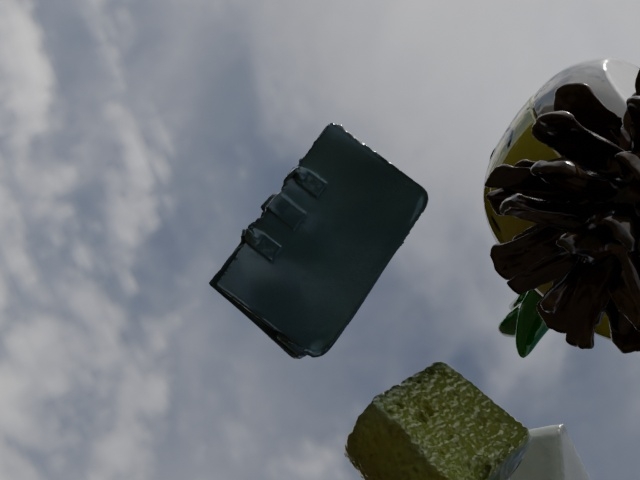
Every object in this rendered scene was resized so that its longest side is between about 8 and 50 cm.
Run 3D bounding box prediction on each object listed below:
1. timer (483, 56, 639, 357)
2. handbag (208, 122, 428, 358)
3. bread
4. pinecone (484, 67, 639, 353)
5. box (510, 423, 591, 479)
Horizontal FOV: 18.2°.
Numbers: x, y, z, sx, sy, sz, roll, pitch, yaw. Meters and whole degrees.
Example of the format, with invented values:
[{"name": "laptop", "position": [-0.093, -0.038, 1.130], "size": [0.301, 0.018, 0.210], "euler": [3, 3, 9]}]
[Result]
[{"name": "timer", "position": [0.251, 0.000, 1.811], "size": [0.285, 0.285, 0.285], "euler": [34, -43, 38]}, {"name": "handbag", "position": [0.000, 0.000, 2.057], "size": [0.144, 0.221, 0.057], "euler": [41, -15, -13]}, {"name": "bread", "position": [0.091, 0.173, 1.585], "size": [0.114, 0.129, 0.111], "euler": [48, -45, 20]}, {"name": "pinecone", "position": [0.234, -0.024, 1.549], "size": [0.202, 0.201, 0.229], "euler": [100, -32, -51]}, {"name": "box", "position": [0.271, 0.423, 2.033], "size": [0.373, 0.090, 0.367], "euler": [-89, 158, -49]}]
